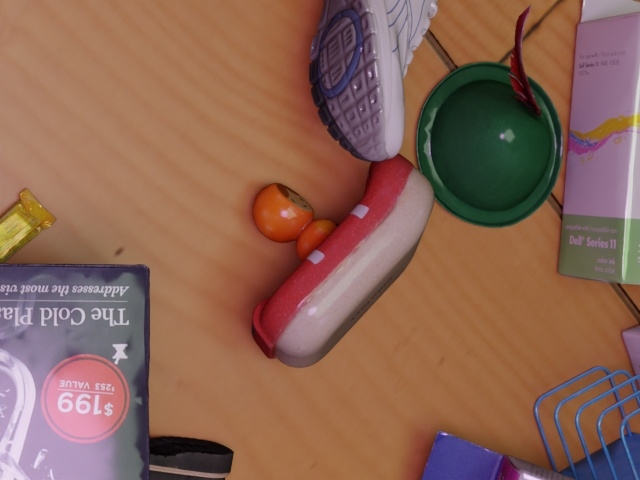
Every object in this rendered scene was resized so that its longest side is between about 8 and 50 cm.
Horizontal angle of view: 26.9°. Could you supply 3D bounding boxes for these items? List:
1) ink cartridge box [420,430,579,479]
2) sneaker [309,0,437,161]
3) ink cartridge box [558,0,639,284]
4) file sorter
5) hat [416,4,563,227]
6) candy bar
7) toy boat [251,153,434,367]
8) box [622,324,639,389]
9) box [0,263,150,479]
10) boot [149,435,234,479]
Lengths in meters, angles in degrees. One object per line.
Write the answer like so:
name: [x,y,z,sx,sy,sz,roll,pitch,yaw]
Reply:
ink cartridge box: [0.215,0.396,1.313,0.330,0.071,0.324,19,95,10]
sneaker: [0.060,-0.218,1.276,0.129,0.111,0.297,6,74,-33]
ink cartridge box: [0.385,-0.129,1.449,0.207,0.119,0.354,3,92,-24]
file sorter: [0.323,0.204,1.415,0.118,0.170,0.104,-25,101,-21]
hat: [0.206,-0.101,1.333,0.208,0.183,0.173,26,83,-24]
candy bar: [-0.309,0.019,1.196,0.161,0.018,0.040,-43,105,-16]
toy boat: [0.000,0.000,1.287,0.151,0.151,0.231,41,75,9]
box: [0.466,0.126,1.468,0.181,0.182,0.119,-23,100,-22]
box: [-0.313,0.179,1.062,0.343,0.179,0.313,0,84,-15]
boot: [-0.182,0.253,1.242,0.198,0.077,0.137,9,94,-24]
